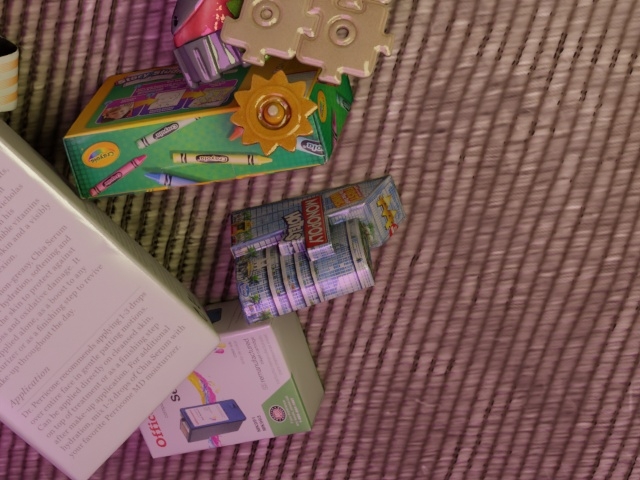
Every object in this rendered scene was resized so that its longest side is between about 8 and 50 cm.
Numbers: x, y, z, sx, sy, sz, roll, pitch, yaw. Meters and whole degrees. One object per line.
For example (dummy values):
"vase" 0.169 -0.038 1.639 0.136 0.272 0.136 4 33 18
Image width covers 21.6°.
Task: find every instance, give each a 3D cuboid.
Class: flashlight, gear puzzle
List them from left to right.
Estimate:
"flashlight" -0.147 -0.313 1.724 0.103 0.103 0.304 -10 105 64
"gear puzzle" -0.003 -0.241 1.686 0.175 0.044 0.339 14 80 5

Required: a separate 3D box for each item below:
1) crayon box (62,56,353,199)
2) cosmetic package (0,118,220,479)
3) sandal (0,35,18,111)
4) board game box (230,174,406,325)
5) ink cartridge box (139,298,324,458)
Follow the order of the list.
"crayon box" -0.118 -0.131 1.801 0.278 0.165 0.081 -8 116 16
"cosmetic package" -0.350 0.022 1.798 0.230 0.161 0.453 -45 110 1
"sandal" -0.379 -0.214 1.849 0.076 0.102 0.265 -3 115 15
"board game box" 0.000 0.000 1.856 0.194 0.194 0.060 -19 114 5
"ink cartridge box" -0.123 0.161 1.998 0.212 0.093 0.154 -11 115 19
